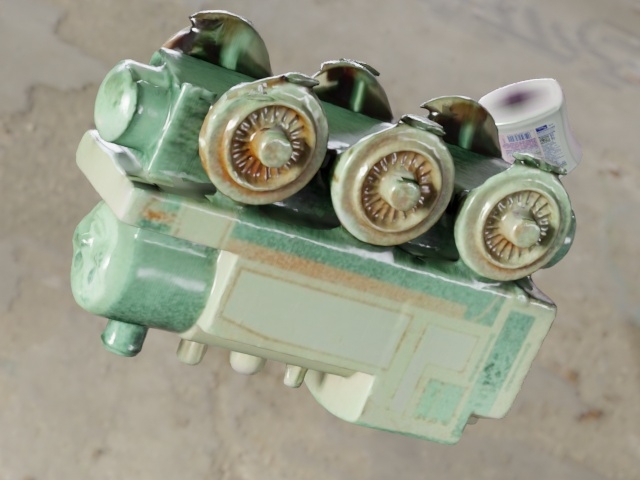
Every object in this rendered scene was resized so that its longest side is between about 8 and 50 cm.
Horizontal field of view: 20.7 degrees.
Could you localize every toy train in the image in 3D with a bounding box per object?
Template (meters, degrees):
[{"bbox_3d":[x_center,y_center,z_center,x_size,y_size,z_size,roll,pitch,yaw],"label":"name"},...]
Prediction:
[{"bbox_3d":[0.000,0.000,0.620,0.194,0.125,0.081,16,15,-29],"label":"toy train"}]

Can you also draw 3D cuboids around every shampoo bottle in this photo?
[{"bbox_3d":[0.173,-0.084,1.424,0.072,0.099,0.043,-14,53,14],"label":"shampoo bottle"}]
